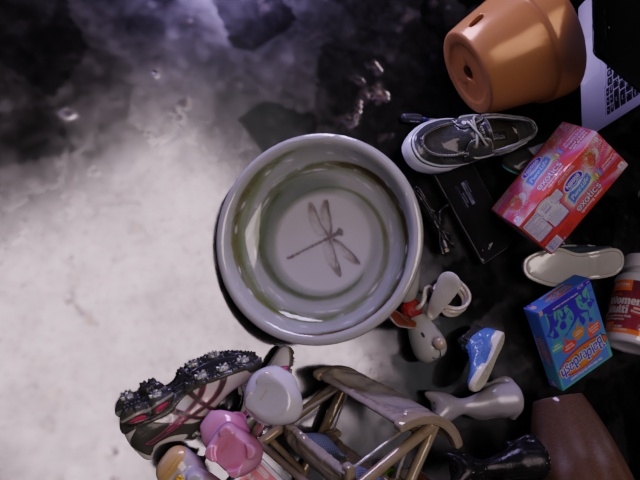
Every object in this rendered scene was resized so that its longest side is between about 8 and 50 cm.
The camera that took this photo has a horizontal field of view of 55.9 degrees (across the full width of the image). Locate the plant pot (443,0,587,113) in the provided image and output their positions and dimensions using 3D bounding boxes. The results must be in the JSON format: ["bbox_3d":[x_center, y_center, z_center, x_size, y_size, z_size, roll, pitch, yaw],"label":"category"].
[{"bbox_3d":[0.415,-0.417,1.352,0.203,0.291,0.291,-28,90,-5],"label":"plant pot"}]

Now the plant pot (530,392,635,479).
[{"bbox_3d":[0.533,0.450,1.276,0.215,0.215,0.230,0,65,-19],"label":"plant pot"}]

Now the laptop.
[{"bbox_3d":[0.605,-0.485,1.369,0.236,0.408,0.382,5,78,-7],"label":"laptop"}]

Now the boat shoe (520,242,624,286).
[{"bbox_3d":[0.577,0.050,1.411,0.254,0.079,0.095,-9,99,-12],"label":"boat shoe"}]

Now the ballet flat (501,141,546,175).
[{"bbox_3d":[0.565,-0.185,1.440,0.280,0.096,0.095,12,33,-21],"label":"ballet flat"}]

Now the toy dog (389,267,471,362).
[{"bbox_3d":[0.192,0.078,1.233,0.334,0.161,0.220,47,70,-6],"label":"toy dog"}]

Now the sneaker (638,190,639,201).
[{"bbox_3d":[0.864,-0.001,1.506,0.153,0.101,0.268,-40,97,-23],"label":"sneaker"}]

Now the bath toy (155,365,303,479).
[{"bbox_3d":[-0.162,0.358,1.033,0.151,0.129,0.348,39,87,16],"label":"bath toy"}]

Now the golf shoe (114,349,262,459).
[{"bbox_3d":[-0.228,0.288,1.100,0.273,0.105,0.120,-22,106,-17],"label":"golf shoe"}]

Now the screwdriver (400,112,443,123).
[{"bbox_3d":[0.261,-0.277,1.401,0.170,0.024,0.025,3,109,-25],"label":"screwdriver"}]

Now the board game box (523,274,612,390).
[{"bbox_3d":[0.560,0.207,1.359,0.160,0.047,0.210,-29,108,-16],"label":"board game box"}]

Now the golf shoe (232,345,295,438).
[{"bbox_3d":[-0.113,0.277,1.143,0.086,0.067,0.186,31,72,-10],"label":"golf shoe"}]

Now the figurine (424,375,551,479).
[{"bbox_3d":[0.328,0.392,1.235,0.209,0.092,0.215,-2,51,-15],"label":"figurine"}]

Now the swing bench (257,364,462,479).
[{"bbox_3d":[0.062,0.355,1.069,0.255,0.253,0.165,-48,122,-19],"label":"swing bench"}]

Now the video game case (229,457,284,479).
[{"bbox_3d":[-0.147,0.567,1.102,0.204,0.025,0.285,47,70,-6],"label":"video game case"}]

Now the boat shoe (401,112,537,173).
[{"bbox_3d":[0.335,-0.235,1.338,0.335,0.119,0.121,-16,84,-27],"label":"boat shoe"}]

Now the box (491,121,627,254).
[{"bbox_3d":[0.525,-0.117,1.338,0.128,0.122,0.257,33,99,-26],"label":"box"}]

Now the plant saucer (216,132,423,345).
[{"bbox_3d":[0.000,0.000,1.164,0.400,0.100,0.400,-2,82,14],"label":"plant saucer"}]

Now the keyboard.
[{"bbox_3d":[0.301,-0.089,1.371,0.201,0.033,0.317,-28,89,-28],"label":"keyboard"}]

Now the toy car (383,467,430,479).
[{"bbox_3d":[0.222,0.520,1.176,0.188,0.155,0.149,10,77,-27],"label":"toy car"}]

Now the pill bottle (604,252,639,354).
[{"bbox_3d":[0.752,0.149,1.432,0.121,0.121,0.221,24,73,-13],"label":"pill bottle"}]

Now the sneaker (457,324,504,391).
[{"bbox_3d":[0.326,0.247,1.291,0.152,0.084,0.058,-56,143,-26],"label":"sneaker"}]
